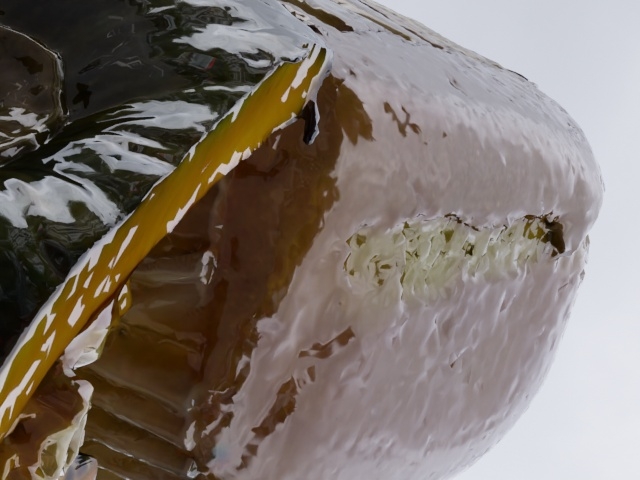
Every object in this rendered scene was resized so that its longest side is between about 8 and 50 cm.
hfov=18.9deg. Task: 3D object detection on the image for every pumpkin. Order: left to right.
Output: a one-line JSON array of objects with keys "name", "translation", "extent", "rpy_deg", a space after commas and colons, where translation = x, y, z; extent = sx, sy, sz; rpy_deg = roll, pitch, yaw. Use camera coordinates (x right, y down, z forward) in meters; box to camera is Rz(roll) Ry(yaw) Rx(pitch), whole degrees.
[{"name": "pumpkin", "translation": [-0.114, 0.037, 0.523], "extent": [0.139, 0.280, 0.190], "rpy_deg": [24, -56, 15]}]

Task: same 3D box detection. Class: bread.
[{"name": "bread", "translation": [0.000, 0.000, 0.723], "extent": [0.156, 0.288, 0.204], "rpy_deg": [14, -82, 30]}]
